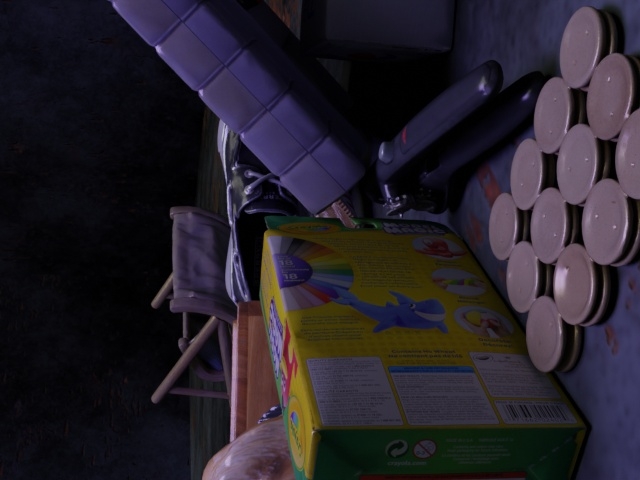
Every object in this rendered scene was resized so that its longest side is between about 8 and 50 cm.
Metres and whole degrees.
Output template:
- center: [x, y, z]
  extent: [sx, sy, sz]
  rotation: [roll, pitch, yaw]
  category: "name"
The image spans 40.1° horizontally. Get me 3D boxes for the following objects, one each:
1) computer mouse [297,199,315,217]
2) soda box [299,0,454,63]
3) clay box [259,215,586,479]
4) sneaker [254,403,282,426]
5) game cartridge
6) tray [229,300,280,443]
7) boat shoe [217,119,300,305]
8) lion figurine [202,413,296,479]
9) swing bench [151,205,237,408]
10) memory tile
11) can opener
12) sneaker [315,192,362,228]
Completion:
- center: [0.000, 0.000, 0.916]
  extent: [0.071, 0.041, 0.242]
  rotation: [-112, 20, -46]
  category: "computer mouse"
- center: [0.044, -0.273, 0.610]
  extent: [0.098, 0.091, 0.286]
  rotation: [-153, 66, -77]
  category: "soda box"
- center: [0.038, 0.052, 0.484]
  extent: [0.222, 0.127, 0.053]
  rotation: [-109, 24, -62]
  category: "clay box"
- center: [0.022, 0.265, 0.652]
  extent: [0.131, 0.112, 0.319]
  rotation: [-7, -86, -72]
  category: "sneaker"
- center: [-0.061, -0.159, 0.698]
  extent: [0.230, 0.068, 0.355]
  rotation: [50, -170, -13]
  category: "game cartridge"
- center: [-0.056, 0.179, 0.913]
  extent: [0.411, 0.076, 0.202]
  rotation: [125, 146, -80]
  category: "tray"
- center: [-0.070, -0.052, 1.074]
  extent: [0.102, 0.108, 0.301]
  rotation: [-159, 73, -73]
  category: "boat shoe"
- center: [-0.008, 0.291, 0.532]
  extent: [0.142, 0.240, 0.392]
  rotation: [-96, -13, -75]
  category: "lion figurine"
- center: [-0.200, 0.117, 1.538]
  extent: [0.253, 0.165, 0.254]
  rotation: [-100, 23, -48]
  category: "swing bench"
- center: [0.116, -0.020, 0.405]
  extent: [0.113, 0.012, 0.148]
  rotation: [-100, 18, -45]
  category: "memory tile"
- center: [0.070, -0.060, 0.519]
  extent: [0.186, 0.059, 0.073]
  rotation: [137, 131, -73]
  category: "can opener"
- center: [0.015, -0.031, 0.796]
  extent: [0.118, 0.042, 0.067]
  rotation: [62, -159, -2]
  category: "sneaker"
